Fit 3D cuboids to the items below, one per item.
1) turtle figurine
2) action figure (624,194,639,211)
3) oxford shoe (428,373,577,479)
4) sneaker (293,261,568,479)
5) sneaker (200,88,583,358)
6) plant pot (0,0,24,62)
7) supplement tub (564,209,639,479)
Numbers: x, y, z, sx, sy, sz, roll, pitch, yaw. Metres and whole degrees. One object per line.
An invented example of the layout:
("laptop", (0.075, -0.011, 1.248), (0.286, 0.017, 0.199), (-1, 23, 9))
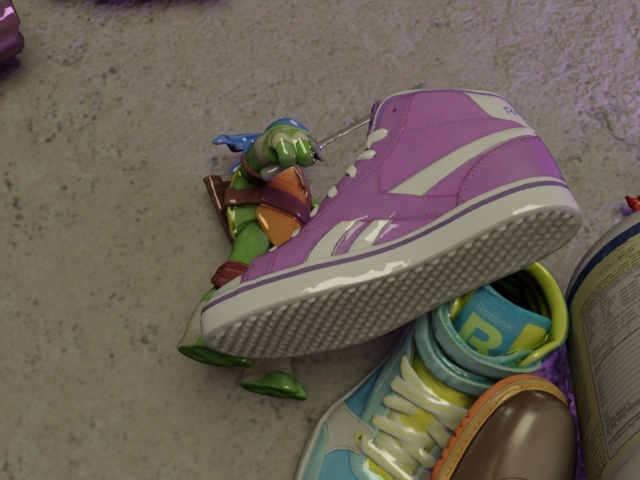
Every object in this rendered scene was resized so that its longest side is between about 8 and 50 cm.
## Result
("turtle figurine", (0.000, 0.000, 0.675), (0.274, 0.198, 0.266), (14, 68, 5))
("action figure", (0.360, -0.012, 0.767), (0.139, 0.091, 0.280), (39, 66, -5))
("oxford shoe", (0.137, 0.280, 0.523), (0.129, 0.132, 0.364), (9, 91, -24))
("sneaker", (0.085, 0.130, 0.616), (0.127, 0.208, 0.319), (33, 67, 8))
("sneaker", (0.032, -0.019, 0.573), (0.282, 0.102, 0.161), (-22, 58, 5))
("plant pot", (-0.408, -0.218, 0.761), (0.165, 0.167, 0.167), (-36, 73, -27))
("supplement tub", (0.299, 0.134, 0.508), (0.235, 0.235, 0.325), (15, 34, 1))
